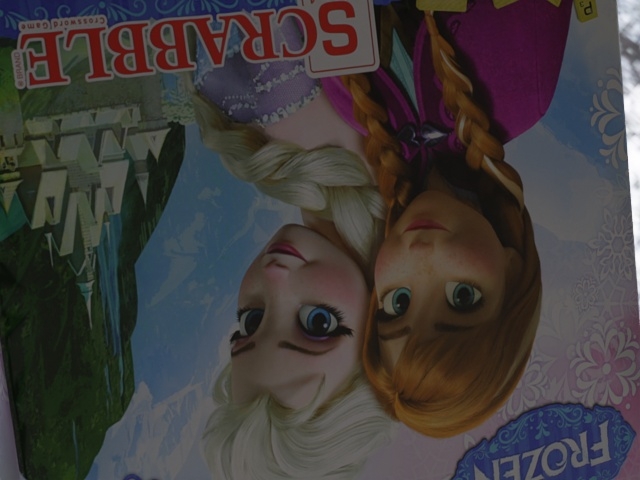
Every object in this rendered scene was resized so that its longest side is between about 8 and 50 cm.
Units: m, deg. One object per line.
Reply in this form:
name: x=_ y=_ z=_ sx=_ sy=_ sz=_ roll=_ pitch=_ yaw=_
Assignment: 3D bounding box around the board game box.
board game box: x=0.000 y=0.000 z=0.609 sx=0.319 sy=0.066 sz=0.318 roll=-12 pitch=-80 yaw=-31
